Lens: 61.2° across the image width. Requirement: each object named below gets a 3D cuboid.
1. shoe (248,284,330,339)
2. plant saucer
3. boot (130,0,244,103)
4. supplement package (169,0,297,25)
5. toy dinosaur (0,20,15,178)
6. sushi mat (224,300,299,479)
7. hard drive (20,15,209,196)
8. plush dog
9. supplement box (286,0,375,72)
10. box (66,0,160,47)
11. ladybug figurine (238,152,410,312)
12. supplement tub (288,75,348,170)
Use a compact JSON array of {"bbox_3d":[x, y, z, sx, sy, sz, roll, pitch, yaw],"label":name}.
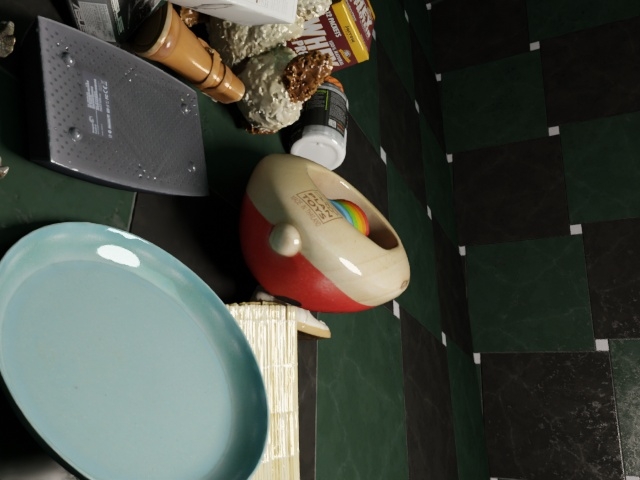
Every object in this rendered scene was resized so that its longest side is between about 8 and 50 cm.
[{"bbox_3d":[-0.046,0.127,0.904,0.219,0.077,0.058,33,56,-54],"label":"shoe"},{"bbox_3d":[-0.178,0.117,0.540,0.317,0.044,0.317,43,19,-19],"label":"plant saucer"},{"bbox_3d":[-0.165,-0.237,0.718,0.152,0.073,0.197,39,13,-28],"label":"boot"},{"bbox_3d":[-0.123,-0.344,0.680,0.179,0.105,0.105,-4,107,-48],"label":"supplement package"},{"bbox_3d":[-0.329,-0.120,0.403,0.160,0.121,0.313,13,68,-51],"label":"toy dinosaur"},{"bbox_3d":[-0.080,0.245,0.771,0.151,0.019,0.316,6,80,-50],"label":"sushi mat"},{"bbox_3d":[-0.236,-0.139,0.651,0.255,0.054,0.171,7,73,-65],"label":"hard drive"},{"bbox_3d":[-0.095,-0.290,0.876,0.211,0.262,0.225,-19,86,-32],"label":"plush dog"},{"bbox_3d":[-0.006,-0.444,1.120,0.129,0.194,0.191,56,32,-39],"label":"supplement box"},{"bbox_3d":[-0.246,-0.373,0.623,0.231,0.056,0.183,93,8,-46],"label":"box"},{"bbox_3d":[0.000,0.000,0.894,0.305,0.162,0.449,49,15,13],"label":"ladybug figurine"},{"bbox_3d":[-0.001,-0.248,1.131,0.117,0.117,0.190,49,38,-47],"label":"supplement tub"}]
